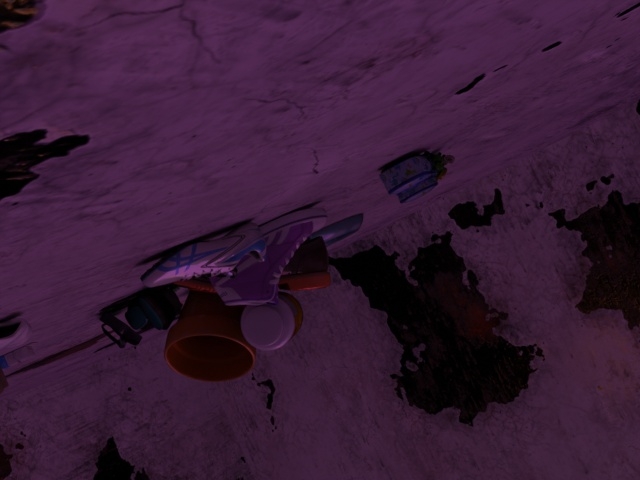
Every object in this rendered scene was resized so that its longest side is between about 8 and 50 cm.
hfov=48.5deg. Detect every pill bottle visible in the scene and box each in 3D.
[{"bbox_3d":[-0.107,0.176,1.557,0.117,0.117,0.215,-25,177,6],"label":"pill bottle"}]

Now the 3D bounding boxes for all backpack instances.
[{"bbox_3d":[0.181,-0.125,1.431,0.105,0.084,0.114,-29,172,25],"label":"backpack"}]

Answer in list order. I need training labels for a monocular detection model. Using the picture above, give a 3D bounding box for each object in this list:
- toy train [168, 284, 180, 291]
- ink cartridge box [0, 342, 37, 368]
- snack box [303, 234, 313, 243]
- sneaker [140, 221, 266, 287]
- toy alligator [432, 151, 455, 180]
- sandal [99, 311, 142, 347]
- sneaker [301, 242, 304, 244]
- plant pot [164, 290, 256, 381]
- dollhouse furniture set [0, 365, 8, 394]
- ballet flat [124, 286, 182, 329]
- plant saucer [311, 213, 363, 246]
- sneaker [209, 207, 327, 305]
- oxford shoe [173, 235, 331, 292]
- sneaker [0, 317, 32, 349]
[{"bbox_3d":[-0.348,0.109,1.765,0.083,0.017,0.023,-28,164,39],"label":"toy train"},{"bbox_3d":[-0.694,0.266,1.644,0.083,0.028,0.048,-25,176,-7],"label":"ink cartridge box"},{"bbox_3d":[-0.177,0.079,1.910,0.321,0.060,0.187,-24,166,-15],"label":"snack box"},{"bbox_3d":[-0.202,0.039,1.265,0.237,0.086,0.085,-21,177,-25],"label":"sneaker"},{"bbox_3d":[0.254,-0.170,1.562,0.051,0.056,0.189,-68,-170,-19],"label":"toy alligator"},{"bbox_3d":[-0.511,0.228,1.771,0.055,0.097,0.254,-58,175,-15],"label":"sandal"},{"bbox_3d":[-0.172,0.058,1.729,0.271,0.100,0.108,-29,161,9],"label":"sneaker"},{"bbox_3d":[-0.248,0.197,1.656,0.205,0.188,0.205,0,139,0],"label":"plant pot"},{"bbox_3d":[-0.654,0.258,1.266,0.160,0.101,0.182,-21,175,-41],"label":"dollhouse furniture set"},{"bbox_3d":[-0.393,0.158,1.697,0.096,0.095,0.280,-34,-169,-29],"label":"ballet flat"},{"bbox_3d":[0.000,0.000,2.254,0.317,0.044,0.317,-25,176,-2],"label":"plant saucer"},{"bbox_3d":[-0.091,0.044,1.461,0.282,0.161,0.102,-25,175,-16],"label":"sneaker"},{"bbox_3d":[-0.151,0.051,1.589,0.363,0.133,0.130,-2,179,-27],"label":"oxford shoe"},{"bbox_3d":[-0.541,0.163,1.137,0.152,0.054,0.061,-29,169,-26],"label":"sneaker"}]
